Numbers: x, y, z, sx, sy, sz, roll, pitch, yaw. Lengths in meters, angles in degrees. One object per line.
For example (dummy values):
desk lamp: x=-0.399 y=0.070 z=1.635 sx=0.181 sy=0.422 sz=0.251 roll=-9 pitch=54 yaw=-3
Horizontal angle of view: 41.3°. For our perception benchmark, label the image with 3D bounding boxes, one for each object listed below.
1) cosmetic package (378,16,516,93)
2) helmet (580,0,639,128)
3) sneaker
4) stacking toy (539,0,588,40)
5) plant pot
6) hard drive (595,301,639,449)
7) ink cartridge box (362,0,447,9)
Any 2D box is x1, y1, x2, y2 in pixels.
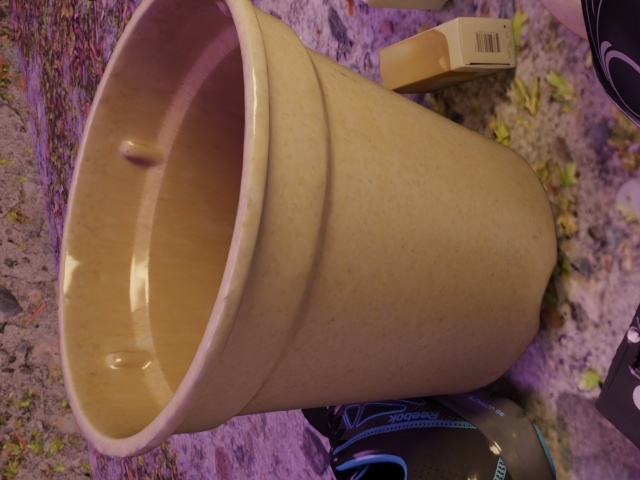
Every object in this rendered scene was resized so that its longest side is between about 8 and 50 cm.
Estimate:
cosmetic package: x=0.106 y=-0.156 z=0.727 sx=0.115 sy=0.060 sz=0.041 roll=-4 pitch=92 yaw=62
helmet: x=0.191 y=-0.126 z=0.342 sx=0.161 sy=0.169 sz=0.169 roll=88 pitch=158 yaw=-52
sneaker: x=0.051 y=0.179 z=0.788 sx=0.341 sy=0.140 sz=0.125 roll=3 pitch=115 yaw=62
stacking toy: x=0.242 y=-0.235 z=0.410 sx=0.330 sy=0.141 sz=0.141 roll=-37 pitch=64 yaw=52
plant pot: x=0.000 y=0.000 z=0.656 sx=0.334 sy=0.306 sz=0.333 roll=-24 pitch=61 yaw=53
hard drive: x=0.294 y=0.027 z=0.428 sx=0.237 sy=0.064 sz=0.338 roll=47 pitch=135 yaw=47
ink cartridge box: x=0.089 y=-0.317 z=0.692 sx=0.212 sy=0.093 sz=0.154 roll=-50 pitch=52 yaw=50
